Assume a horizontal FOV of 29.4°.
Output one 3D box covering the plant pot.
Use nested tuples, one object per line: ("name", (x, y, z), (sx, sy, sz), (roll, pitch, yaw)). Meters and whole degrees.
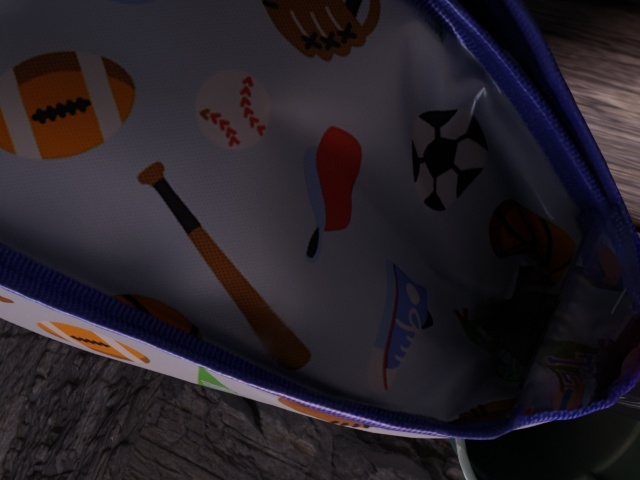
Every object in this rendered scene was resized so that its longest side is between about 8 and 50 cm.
("plant pot", (0.264, 0.155, 1.587), (0.341, 0.341, 0.334), (23, -174, -23))

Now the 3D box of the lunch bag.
("lunch bag", (-0.059, -0.048, 0.600), (0.386, 0.238, 0.328), (29, 174, -13))

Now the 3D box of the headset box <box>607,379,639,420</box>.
("headset box", (0.365, 0.118, 1.288), (0.283, 0.131, 0.246), (21, 168, -23))
